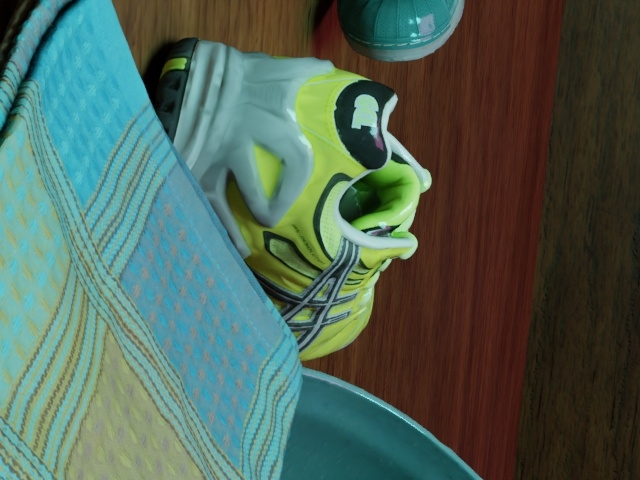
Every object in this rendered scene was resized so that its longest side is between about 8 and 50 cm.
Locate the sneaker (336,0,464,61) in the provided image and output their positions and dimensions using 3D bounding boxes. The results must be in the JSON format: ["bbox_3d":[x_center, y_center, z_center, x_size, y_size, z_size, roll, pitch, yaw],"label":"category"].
[{"bbox_3d":[0.068,-0.276,1.185,0.121,0.108,0.302,79,17,-47],"label":"sneaker"}]

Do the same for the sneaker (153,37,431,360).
[{"bbox_3d":[0.000,0.000,0.991,0.384,0.147,0.145,60,39,-67],"label":"sneaker"}]

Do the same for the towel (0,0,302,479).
[{"bbox_3d":[-0.080,0.063,0.608,0.370,0.040,0.271,-86,153,-60],"label":"towel"}]

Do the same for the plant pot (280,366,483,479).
[{"bbox_3d":[-0.013,0.247,0.880,0.196,0.293,0.293,-51,176,23],"label":"plant pot"}]
